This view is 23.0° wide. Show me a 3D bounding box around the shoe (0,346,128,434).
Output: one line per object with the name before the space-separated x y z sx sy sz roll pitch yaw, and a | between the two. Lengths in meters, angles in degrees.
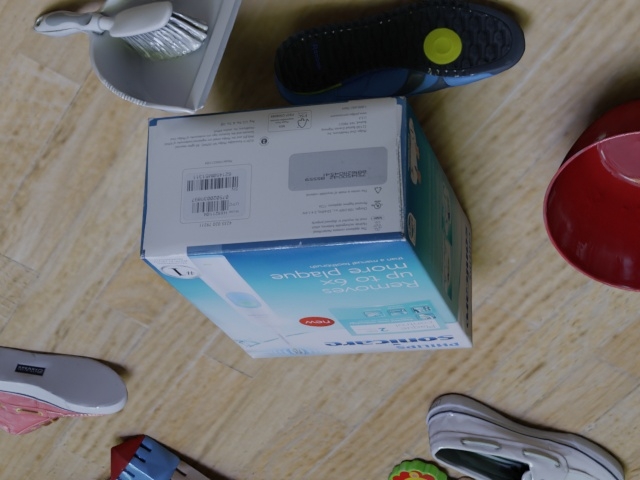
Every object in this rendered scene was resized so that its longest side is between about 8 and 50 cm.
shoe | -0.288 0.168 1.680 0.178 0.063 0.081 10 136 9

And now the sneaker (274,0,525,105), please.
sneaker | 0.066 -0.149 1.309 0.209 0.069 0.082 -8 165 8

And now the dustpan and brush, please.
dustpan and brush | -0.161 -0.176 1.301 0.060 0.147 0.211 29 162 -38

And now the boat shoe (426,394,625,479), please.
boat shoe | 0.209 0.238 1.631 0.226 0.076 0.083 20 134 -8

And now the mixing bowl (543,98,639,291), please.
mixing bowl | 0.280 -0.052 1.322 0.181 0.098 0.181 6 133 6

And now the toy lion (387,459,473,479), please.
toy lion | 0.118 0.282 1.727 0.096 0.034 0.100 17 135 5

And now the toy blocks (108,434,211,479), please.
toy blocks | -0.190 0.388 1.813 0.261 0.191 0.381 35 131 -5

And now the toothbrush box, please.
toothbrush box | 0.000 0.000 1.336 0.216 0.126 0.295 -4 160 14
